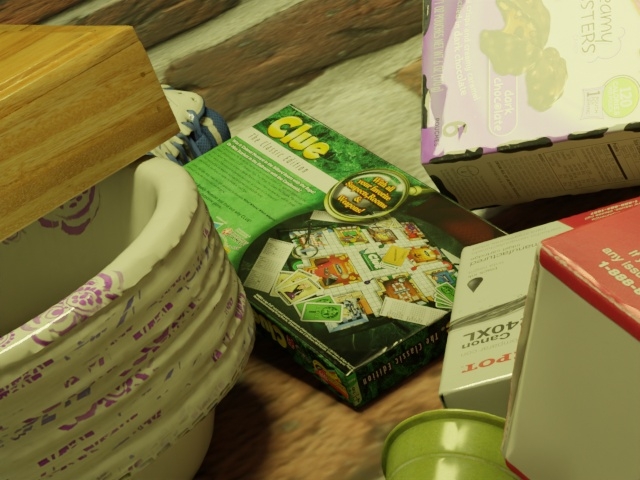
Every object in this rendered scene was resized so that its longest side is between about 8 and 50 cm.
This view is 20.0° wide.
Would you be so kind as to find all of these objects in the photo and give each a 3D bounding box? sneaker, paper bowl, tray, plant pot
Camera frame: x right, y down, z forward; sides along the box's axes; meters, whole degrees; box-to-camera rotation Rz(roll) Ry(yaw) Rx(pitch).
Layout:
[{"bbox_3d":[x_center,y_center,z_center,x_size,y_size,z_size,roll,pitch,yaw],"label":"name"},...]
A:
[{"bbox_3d":[-0.120,-0.062,1.292,0.131,0.112,0.296,-22,24,-13],"label":"sneaker"},{"bbox_3d":[-0.170,0.081,0.954,0.284,0.148,0.284,-20,22,9],"label":"paper bowl"},{"bbox_3d":[-0.297,0.003,0.967,0.411,0.076,0.203,-35,23,-26],"label":"tray"},{"bbox_3d":[0.055,0.125,0.739,0.083,0.083,0.079,-10,37,30],"label":"plant pot"}]

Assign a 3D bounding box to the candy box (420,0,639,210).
[{"bbox_3d":[0.162,-0.115,1.064,0.196,0.070,0.165,-9,61,21],"label":"candy box"}]

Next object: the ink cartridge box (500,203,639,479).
[{"bbox_3d":[0.208,0.045,0.596,0.237,0.100,0.172,-20,42,-31],"label":"ink cartridge box"}]

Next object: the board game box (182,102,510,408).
[{"bbox_3d":[0.000,0.000,1.060,0.136,0.030,0.259,-33,37,-18],"label":"board game box"}]

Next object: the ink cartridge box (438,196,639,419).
[{"bbox_3d":[0.121,0.047,0.859,0.109,0.063,0.150,-16,22,16],"label":"ink cartridge box"}]
